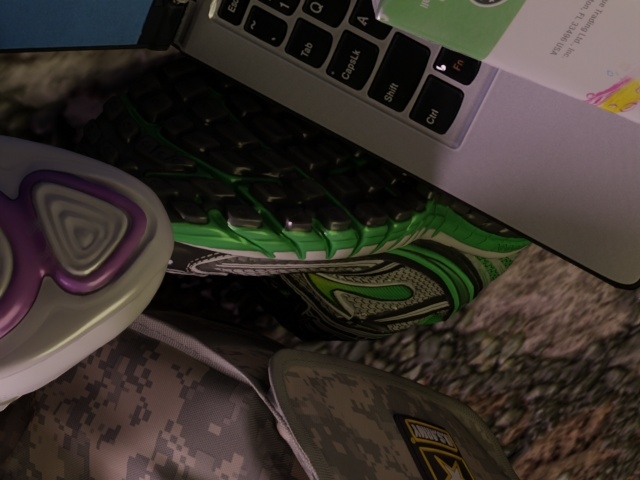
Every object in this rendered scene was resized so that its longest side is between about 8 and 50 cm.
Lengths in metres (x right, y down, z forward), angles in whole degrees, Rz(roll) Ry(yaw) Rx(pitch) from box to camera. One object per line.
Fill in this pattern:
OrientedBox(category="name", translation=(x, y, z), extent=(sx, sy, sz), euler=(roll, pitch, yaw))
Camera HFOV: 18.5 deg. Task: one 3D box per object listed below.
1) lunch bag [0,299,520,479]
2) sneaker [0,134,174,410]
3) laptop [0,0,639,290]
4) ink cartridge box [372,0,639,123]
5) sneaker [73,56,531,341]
OrientedBox(category="lunch bag", translation=(-0.017, 0.138, 1.017), extent=(0.235, 0.287, 0.169), euler=(22, 89, -54))
OrientedBox(category="sneaker", translation=(-0.190, 0.042, 0.876), extent=(0.305, 0.114, 0.152), euler=(-21, 160, 20))
OrientedBox(category="laptop", translation=(0.010, -0.170, 0.763), extent=(0.382, 0.408, 0.236), euler=(-65, 174, 33))
OrientedBox(category="ink cartridge box", translation=(0.142, -0.128, 0.748), extent=(0.212, 0.093, 0.154), euler=(20, 122, -20))
OrientedBox(category="sneaker", translation=(0.000, 0.000, 1.033), extent=(0.343, 0.134, 0.146), euler=(5, 127, -49))
